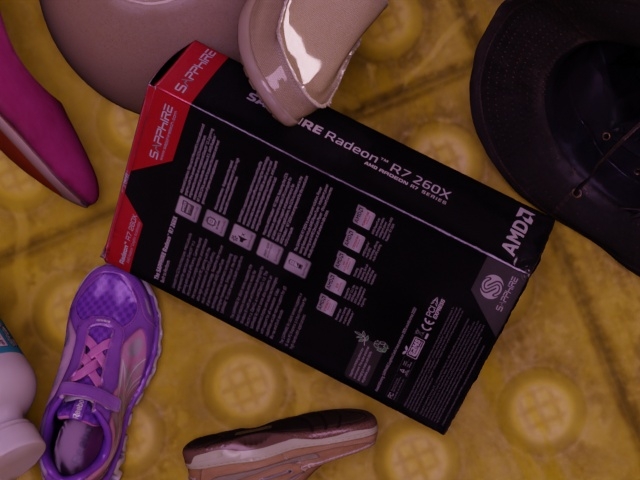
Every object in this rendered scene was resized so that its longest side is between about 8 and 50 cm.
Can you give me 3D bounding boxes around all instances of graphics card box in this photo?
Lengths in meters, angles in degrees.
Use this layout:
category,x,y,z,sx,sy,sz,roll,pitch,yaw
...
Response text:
category,x,y,z,sx,sy,sz,roll,pitch,yaw
graphics card box,0.000,0.000,1.585,0.371,0.094,0.232,27,132,7

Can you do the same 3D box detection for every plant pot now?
category,x,y,z,sx,sy,sz,roll,pitch,yaw
plant pot,-0.142,-0.262,1.623,0.284,0.191,0.284,0,88,5

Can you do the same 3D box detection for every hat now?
category,x,y,z,sx,sy,sz,roll,pitch,yaw
hat,0.308,-0.124,1.586,0.331,0.331,0.134,40,54,5

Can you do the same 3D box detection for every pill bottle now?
category,x,y,z,sx,sy,sz,roll,pitch,yaw
pill bottle,-0.361,0.108,1.621,0.146,0.146,0.264,-36,73,2

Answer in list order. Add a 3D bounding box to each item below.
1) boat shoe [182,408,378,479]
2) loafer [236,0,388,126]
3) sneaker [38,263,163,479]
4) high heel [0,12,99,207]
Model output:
category,x,y,z,sx,sy,sz,roll,pitch,yaw
boat shoe,-0.033,0.209,1.659,0.190,0.068,0.072,-11,98,14
loafer,0.003,-0.209,1.527,0.092,0.268,0.102,-19,127,32
sneaker,-0.214,0.137,1.651,0.095,0.104,0.236,12,87,7
high heel,-0.290,-0.216,1.657,0.181,0.127,0.377,-42,107,-16
